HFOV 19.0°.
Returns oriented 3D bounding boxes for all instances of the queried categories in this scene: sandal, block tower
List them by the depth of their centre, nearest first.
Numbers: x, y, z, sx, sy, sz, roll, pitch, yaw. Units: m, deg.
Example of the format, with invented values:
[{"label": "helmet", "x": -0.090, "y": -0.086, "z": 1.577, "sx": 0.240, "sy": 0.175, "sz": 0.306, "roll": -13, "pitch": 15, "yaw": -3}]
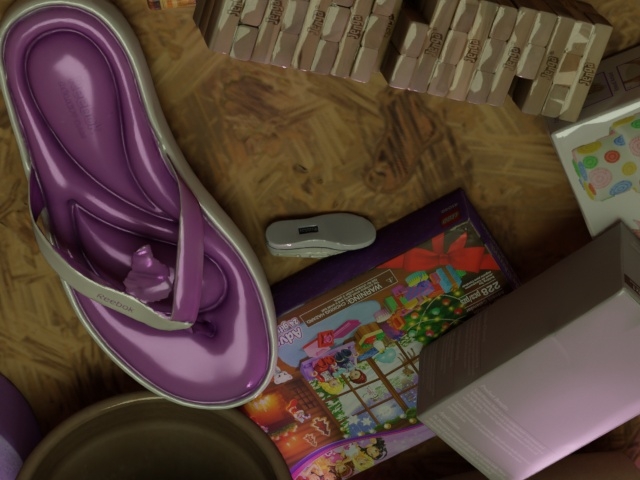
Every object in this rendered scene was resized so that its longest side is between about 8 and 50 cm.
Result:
[{"label": "block tower", "x": 0.058, "y": -0.179, "z": 1.548, "sx": 0.336, "sy": 0.091, "sz": 0.097, "roll": 11, "pitch": 113, "yaw": -19}, {"label": "sandal", "x": -0.171, "y": -0.013, "z": 1.631, "sx": 0.169, "sy": 0.102, "sz": 0.416, "roll": -21, "pitch": 112, "yaw": 13}]

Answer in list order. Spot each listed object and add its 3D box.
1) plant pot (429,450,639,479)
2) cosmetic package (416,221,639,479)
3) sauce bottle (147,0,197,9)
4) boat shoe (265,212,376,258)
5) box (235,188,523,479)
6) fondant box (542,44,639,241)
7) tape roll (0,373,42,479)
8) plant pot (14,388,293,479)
[{"label": "plant pot", "x": 0.192, "y": 0.315, "z": 1.835, "sx": 0.274, "sy": 0.256, "sz": 0.256, "roll": -25, "pitch": 123, "yaw": -9}, {"label": "cosmetic package", "x": 0.210, "y": 0.104, "z": 1.669, "sx": 0.238, "sy": 0.107, "sz": 0.127, "roll": -35, "pitch": 117, "yaw": 26}, {"label": "sauce bottle", "x": -0.081, "y": -0.217, "z": 1.570, "sx": 0.128, "sy": 0.042, "sz": 0.042, "roll": -10, "pitch": 123, "yaw": 0}, {"label": "boat shoe", "x": 0.000, "y": 0.000, "z": 1.724, "sx": 0.100, "sy": 0.035, "sz": 0.035, "roll": -5, "pitch": 150, "yaw": -5}, {"label": "box", "x": 0.054, "y": 0.102, "z": 1.774, "sx": 0.293, "sy": 0.057, "sz": 0.201, "roll": -28, "pitch": 121, "yaw": 14}, {"label": "fondant box", "x": 0.383, "y": -0.081, "z": 1.659, "sx": 0.330, "sy": 0.096, "sz": 0.238, "roll": -22, "pitch": 122, "yaw": 9}, {"label": "tape roll", "x": -0.401, "y": 0.226, "z": 1.804, "sx": 0.275, "sy": 0.090, "sz": 0.274, "roll": -2, "pitch": 123, "yaw": -3}, {"label": "plant pot", "x": -0.150, "y": 0.302, "z": 1.782, "sx": 0.263, "sy": 0.263, "sz": 0.229, "roll": -3, "pitch": 150, "yaw": -2}]
